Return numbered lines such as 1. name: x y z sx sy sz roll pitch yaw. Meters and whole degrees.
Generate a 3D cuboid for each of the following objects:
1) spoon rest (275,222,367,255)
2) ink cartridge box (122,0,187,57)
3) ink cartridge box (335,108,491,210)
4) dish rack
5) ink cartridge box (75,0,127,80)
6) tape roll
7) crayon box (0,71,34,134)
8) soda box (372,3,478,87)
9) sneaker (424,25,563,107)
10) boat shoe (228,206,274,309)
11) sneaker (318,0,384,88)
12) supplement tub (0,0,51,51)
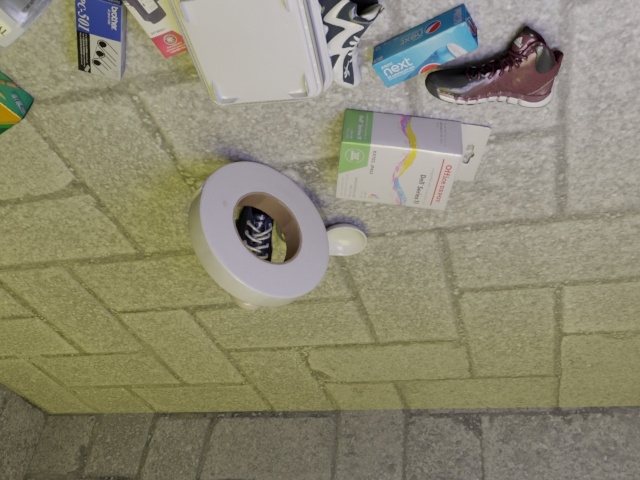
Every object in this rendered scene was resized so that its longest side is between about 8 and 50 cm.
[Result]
1. spoon rest: 0.000 0.000 1.835 0.276 0.084 0.137 2 143 8
2. ink cartridge box: -0.296 -0.501 1.211 0.172 0.100 0.237 -12 139 24
3. ink cartridge box: 0.222 -0.189 1.515 0.353 0.119 0.207 6 143 2
4. dish rack: -0.136 -0.385 1.203 0.286 0.072 0.333 -1 143 12
5. ink cartridge box: -0.478 -0.451 1.354 0.097 0.046 0.207 13 143 -9
6. tape roll: -0.151 -0.021 1.583 0.392 0.392 0.072 28 139 -25
7. crayon box: -0.865 -0.377 1.491 0.165 0.081 0.278 -19 136 31
8. soda box: 0.215 -0.399 1.283 0.210 0.067 0.071 -17 136 30
9. sneaker: 0.366 -0.370 1.282 0.281 0.106 0.162 0 139 -8
10. boat shoe: -0.187 0.014 1.690 0.127 0.340 0.158 7 134 -18
11. sneaker: 0.071 -0.418 1.260 0.153 0.094 0.235 -5 132 30
12. supplement tub: -0.692 -0.534 1.150 0.207 0.207 0.338 -17 138 29
